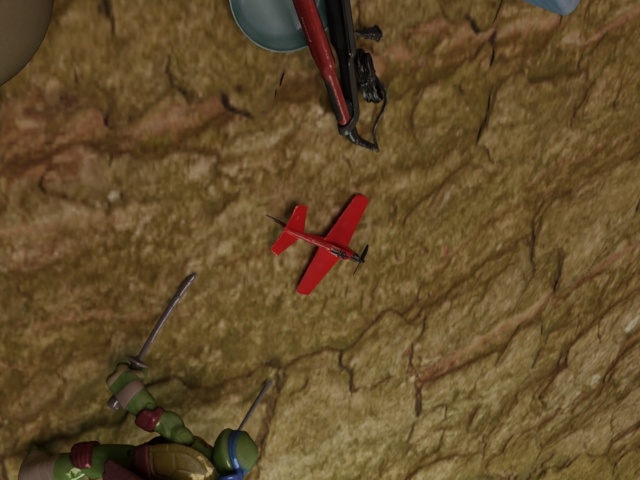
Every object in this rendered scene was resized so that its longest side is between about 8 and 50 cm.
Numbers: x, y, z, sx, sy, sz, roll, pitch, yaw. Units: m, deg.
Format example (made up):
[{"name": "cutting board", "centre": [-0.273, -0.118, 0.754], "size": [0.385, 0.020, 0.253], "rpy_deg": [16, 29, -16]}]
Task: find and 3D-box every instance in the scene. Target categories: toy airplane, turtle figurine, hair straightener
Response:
[{"name": "toy airplane", "centre": [0.000, 0.000, 0.837], "size": [0.151, 0.028, 0.151], "rpy_deg": [-10, 119, -19]}, {"name": "turtle figurine", "centre": [-0.194, 0.235, 0.821], "size": [0.267, 0.274, 0.198], "rpy_deg": [-23, 147, 10]}, {"name": "hair straightener", "centre": [0.041, -0.190, 0.735], "size": [0.089, 0.047, 0.230], "rpy_deg": [-35, 133, -11]}]

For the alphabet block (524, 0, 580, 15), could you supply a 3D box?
[{"name": "alphabet block", "centre": [0.177, -0.354, 0.616], "size": [0.192, 0.193, 0.197], "rpy_deg": [15, 109, -57]}]

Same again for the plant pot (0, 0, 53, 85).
[{"name": "plant pot", "centre": [-0.308, -0.199, 0.485], "size": [0.284, 0.284, 0.191], "rpy_deg": [-59, 160, 10]}]

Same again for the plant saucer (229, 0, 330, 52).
[{"name": "plant saucer", "centre": [-0.038, -0.254, 0.700], "size": [0.120, 0.021, 0.119], "rpy_deg": [-10, 117, -20]}]
